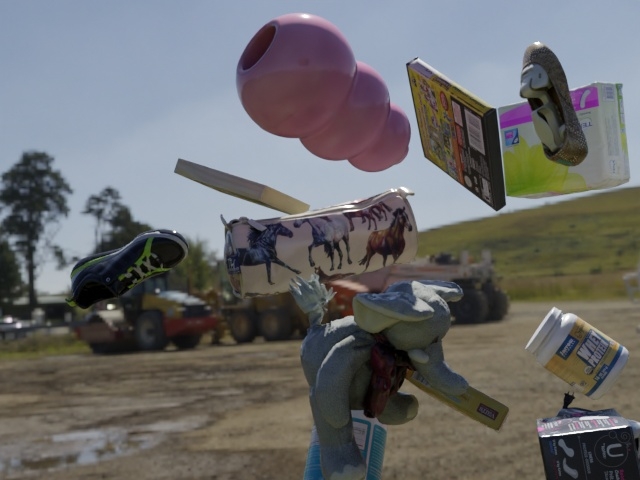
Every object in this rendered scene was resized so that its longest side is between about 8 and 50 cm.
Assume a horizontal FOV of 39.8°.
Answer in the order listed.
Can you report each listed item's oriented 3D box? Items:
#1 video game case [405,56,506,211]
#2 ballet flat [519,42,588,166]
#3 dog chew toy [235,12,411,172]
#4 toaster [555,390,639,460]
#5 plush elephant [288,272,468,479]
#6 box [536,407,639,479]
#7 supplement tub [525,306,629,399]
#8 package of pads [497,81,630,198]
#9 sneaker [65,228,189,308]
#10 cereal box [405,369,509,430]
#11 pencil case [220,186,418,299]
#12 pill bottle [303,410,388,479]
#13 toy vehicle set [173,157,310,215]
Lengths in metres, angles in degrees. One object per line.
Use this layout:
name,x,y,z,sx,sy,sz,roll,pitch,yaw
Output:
video game case,0.286,-0.221,1.850,0.035,0.274,0.248,-34,49,-14
ballet flat,0.337,-0.206,1.317,0.067,0.206,0.073,-6,-22,-34
dog chew toy,0.021,-0.231,1.492,0.332,0.206,0.207,32,-22,-29
toaster,0.511,0.401,1.628,0.147,0.226,0.129,5,-6,37
plush elephant,0.114,0.171,1.380,0.255,0.329,0.272,-23,-2,34
box,0.434,0.370,1.422,0.142,0.163,0.247,-11,-7,12
supplement tub,0.596,0.261,2.060,0.200,0.144,0.144,34,4,11
package of pads,0.545,-0.215,1.998,0.101,0.229,0.297,-3,-4,-39
sneaker,-0.330,0.062,1.523,0.235,0.097,0.084,-22,-49,15
cereal box,0.240,0.270,1.526,0.173,0.047,0.240,27,-6,16
pencil case,0.000,0.000,1.841,0.411,0.183,0.160,-12,39,-7
pill bottle,0.049,0.407,1.688,0.146,0.264,0.146,9,-28,5
toy vehicle set,-0.174,-0.114,1.946,0.267,0.035,0.166,19,-2,35
